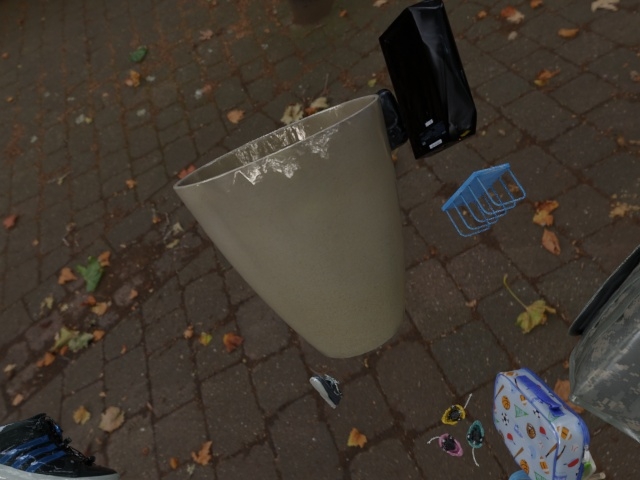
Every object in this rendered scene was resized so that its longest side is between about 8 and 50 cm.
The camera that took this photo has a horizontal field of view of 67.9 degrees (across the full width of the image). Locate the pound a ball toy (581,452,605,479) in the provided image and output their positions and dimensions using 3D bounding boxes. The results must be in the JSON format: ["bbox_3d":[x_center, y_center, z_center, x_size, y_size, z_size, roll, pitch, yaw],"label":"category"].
[{"bbox_3d":[0.793,0.717,1.534,0.208,0.319,0.135,-12,49,1],"label":"pound a ball toy"}]

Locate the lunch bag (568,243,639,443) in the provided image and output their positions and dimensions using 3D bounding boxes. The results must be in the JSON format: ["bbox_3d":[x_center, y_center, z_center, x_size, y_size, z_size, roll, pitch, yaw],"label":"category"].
[{"bbox_3d":[0.518,0.130,0.743,0.169,0.235,0.287,32,31,15],"label":"lunch bag"}]

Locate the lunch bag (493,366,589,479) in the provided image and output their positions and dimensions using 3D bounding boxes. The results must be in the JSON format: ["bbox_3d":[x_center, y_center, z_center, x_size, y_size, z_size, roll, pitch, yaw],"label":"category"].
[{"bbox_3d":[0.587,0.500,1.281,0.115,0.243,0.303,-6,19,-11],"label":"lunch bag"}]

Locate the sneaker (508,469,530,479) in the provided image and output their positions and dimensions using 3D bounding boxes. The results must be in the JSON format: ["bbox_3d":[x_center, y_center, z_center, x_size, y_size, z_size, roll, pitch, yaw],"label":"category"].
[{"bbox_3d":[0.687,0.757,1.350,0.319,0.208,0.127,24,95,16],"label":"sneaker"}]

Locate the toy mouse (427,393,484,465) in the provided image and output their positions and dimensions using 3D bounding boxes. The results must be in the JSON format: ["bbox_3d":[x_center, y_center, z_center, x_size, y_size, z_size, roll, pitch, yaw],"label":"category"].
[{"bbox_3d":[0.341,0.479,1.157,0.161,0.031,0.143,-27,78,-16],"label":"toy mouse"}]

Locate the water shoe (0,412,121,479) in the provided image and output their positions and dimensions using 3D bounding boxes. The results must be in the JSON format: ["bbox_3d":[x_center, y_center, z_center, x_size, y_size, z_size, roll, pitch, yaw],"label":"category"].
[{"bbox_3d":[-0.338,0.251,0.572,0.203,0.073,0.080,15,61,-8],"label":"water shoe"}]

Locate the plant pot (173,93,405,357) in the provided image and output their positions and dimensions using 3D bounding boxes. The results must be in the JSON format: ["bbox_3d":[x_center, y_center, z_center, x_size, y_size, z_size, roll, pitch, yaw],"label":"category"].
[{"bbox_3d":[0.000,0.000,0.593,0.257,0.274,0.256,-22,17,7],"label":"plant pot"}]

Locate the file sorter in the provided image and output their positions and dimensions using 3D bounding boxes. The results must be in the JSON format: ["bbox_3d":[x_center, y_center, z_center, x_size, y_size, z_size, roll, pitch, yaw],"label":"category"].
[{"bbox_3d":[0.423,-0.100,1.235,0.118,0.170,0.104,-16,68,-24],"label":"file sorter"}]

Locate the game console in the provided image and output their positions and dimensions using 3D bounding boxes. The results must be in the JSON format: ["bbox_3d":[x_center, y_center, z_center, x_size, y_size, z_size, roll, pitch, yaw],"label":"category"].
[{"bbox_3d":[0.122,-0.232,0.831,0.044,0.361,0.213,-16,89,-23],"label":"game console"}]

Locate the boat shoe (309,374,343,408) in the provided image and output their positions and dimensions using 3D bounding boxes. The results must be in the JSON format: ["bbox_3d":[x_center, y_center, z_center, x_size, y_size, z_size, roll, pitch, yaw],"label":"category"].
[{"bbox_3d":[0.033,0.586,1.887,0.079,0.254,0.095,-44,45,-16],"label":"boat shoe"}]
